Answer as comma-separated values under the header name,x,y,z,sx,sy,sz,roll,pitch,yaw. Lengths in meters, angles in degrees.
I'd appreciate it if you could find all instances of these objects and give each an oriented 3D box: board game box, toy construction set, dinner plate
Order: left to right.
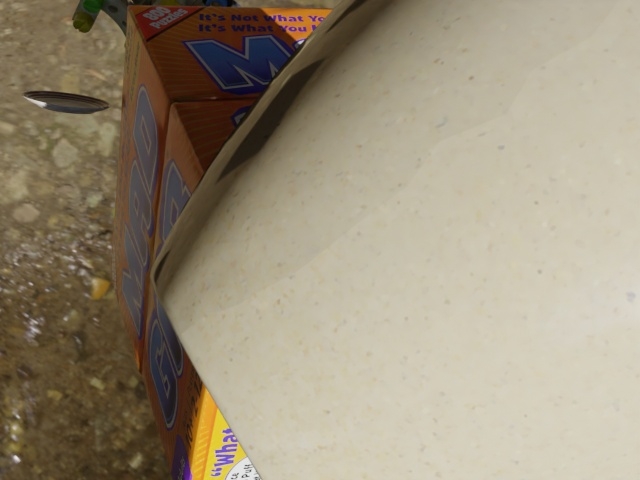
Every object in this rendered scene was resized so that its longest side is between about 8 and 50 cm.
name,x,y,z,sx,sy,sz,roll,pitch,yaw
dinner plate,-0.417,-0.226,1.405,0.141,0.141,0.017,-1,111,-38
toy construction set,-0.253,-0.400,1.304,0.215,0.328,0.151,31,67,-30
board game box,0.000,0.000,0.891,0.356,0.356,0.356,-6,134,-24

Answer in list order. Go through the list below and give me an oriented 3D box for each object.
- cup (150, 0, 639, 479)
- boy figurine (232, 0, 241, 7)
name,x,y,z,sx,sy,sz,roll,pitch,yaw
cup,0.055,0.026,0.446,0.237,0.331,0.331,-30,118,-8
boy figurine,-0.230,-0.405,1.651,0.177,0.285,0.092,30,84,-16
